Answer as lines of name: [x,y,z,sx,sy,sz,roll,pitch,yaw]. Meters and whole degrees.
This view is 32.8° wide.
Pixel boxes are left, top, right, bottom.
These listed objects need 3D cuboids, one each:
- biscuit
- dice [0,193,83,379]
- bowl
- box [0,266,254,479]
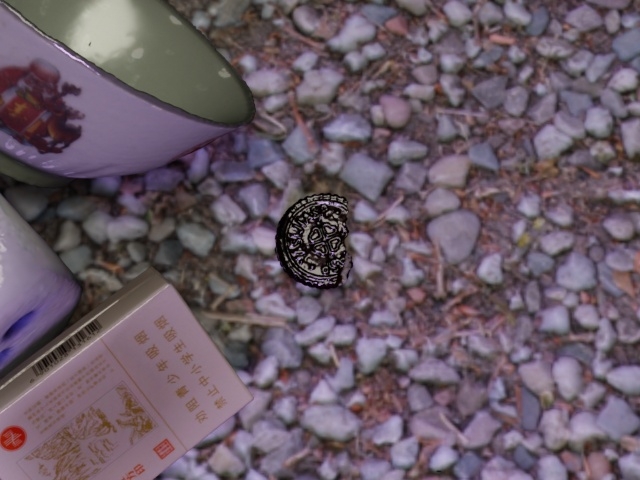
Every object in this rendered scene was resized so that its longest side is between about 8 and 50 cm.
biscuit: [0.000,0.000,0.996,0.087,0.027,0.089,42,76,10]
dice: [-0.326,0.035,0.885,0.194,0.192,0.193,43,76,7]
bowl: [-0.233,-0.147,0.920,0.337,0.337,0.157,41,107,9]
box: [-0.174,0.136,0.899,0.201,0.058,0.141,-39,116,-12]
